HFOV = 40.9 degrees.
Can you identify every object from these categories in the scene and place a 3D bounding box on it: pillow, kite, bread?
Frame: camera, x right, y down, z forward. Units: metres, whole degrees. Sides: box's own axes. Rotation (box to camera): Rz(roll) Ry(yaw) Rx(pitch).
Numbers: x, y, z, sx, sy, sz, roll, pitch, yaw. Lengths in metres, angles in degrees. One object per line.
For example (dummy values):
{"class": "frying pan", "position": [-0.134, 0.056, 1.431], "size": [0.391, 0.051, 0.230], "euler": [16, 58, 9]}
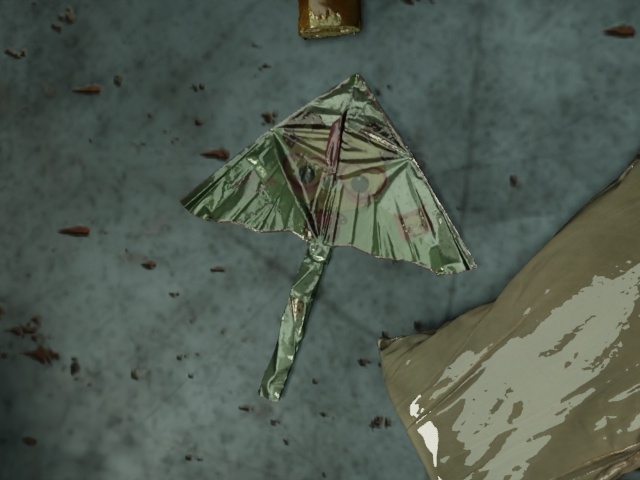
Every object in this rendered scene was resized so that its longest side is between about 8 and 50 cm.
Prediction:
{"class": "pillow", "position": [0.165, 0.074, 0.566], "size": [0.270, 0.067, 0.173], "euler": [-36, 78, 9]}
{"class": "kite", "position": [0.000, 0.000, 0.631], "size": [0.229, 0.012, 0.250], "euler": [15, 94, 12]}
{"class": "bread", "position": [0.006, -0.189, 0.617], "size": [0.046, 0.036, 0.083], "euler": [-1, 92, 10]}
